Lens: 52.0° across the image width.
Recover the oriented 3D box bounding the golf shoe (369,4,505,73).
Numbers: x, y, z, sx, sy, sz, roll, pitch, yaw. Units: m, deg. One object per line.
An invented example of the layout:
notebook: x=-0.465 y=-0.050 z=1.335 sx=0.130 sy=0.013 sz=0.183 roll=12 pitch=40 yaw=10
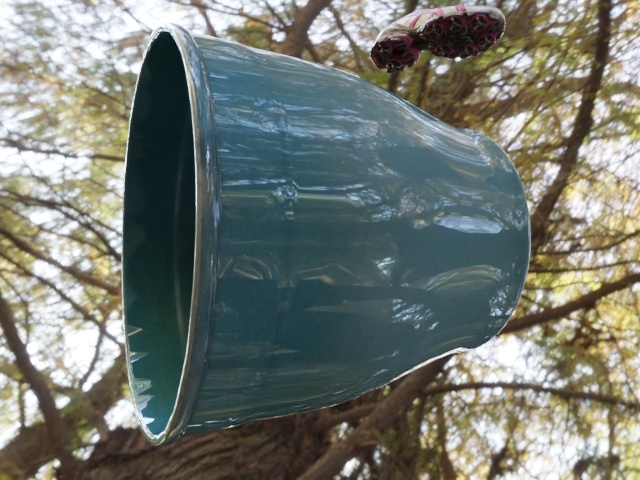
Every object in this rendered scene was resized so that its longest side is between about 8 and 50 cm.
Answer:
golf shoe: x=0.154 y=-0.280 z=0.858 sx=0.186 sy=0.086 sz=0.067 roll=0 pitch=-38 yaw=37

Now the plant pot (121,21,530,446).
plant pot: x=0.000 y=0.000 z=0.489 sx=0.271 sy=0.255 sz=0.272 roll=-178 pitch=-90 yaw=-65
